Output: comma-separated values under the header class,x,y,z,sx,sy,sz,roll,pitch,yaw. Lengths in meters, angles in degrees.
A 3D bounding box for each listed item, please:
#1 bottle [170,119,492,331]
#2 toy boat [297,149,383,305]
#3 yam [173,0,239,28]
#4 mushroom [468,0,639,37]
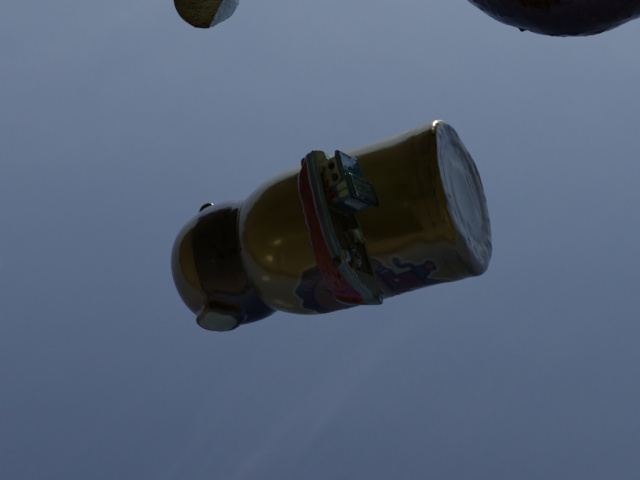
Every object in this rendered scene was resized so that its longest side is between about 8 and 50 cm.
class,x,y,z,sx,sy,sz,roll,pitch,yaw
bottle,0.000,0.000,1.415,0.351,0.171,0.171,-18,-125,23
toy boat,0.025,-0.013,1.247,0.058,0.069,0.173,-24,-114,25
yam,-0.128,-0.282,1.488,0.068,0.068,0.169,-10,-166,2
mushroom,0.299,-0.382,1.497,0.331,0.356,0.334,12,-97,15
